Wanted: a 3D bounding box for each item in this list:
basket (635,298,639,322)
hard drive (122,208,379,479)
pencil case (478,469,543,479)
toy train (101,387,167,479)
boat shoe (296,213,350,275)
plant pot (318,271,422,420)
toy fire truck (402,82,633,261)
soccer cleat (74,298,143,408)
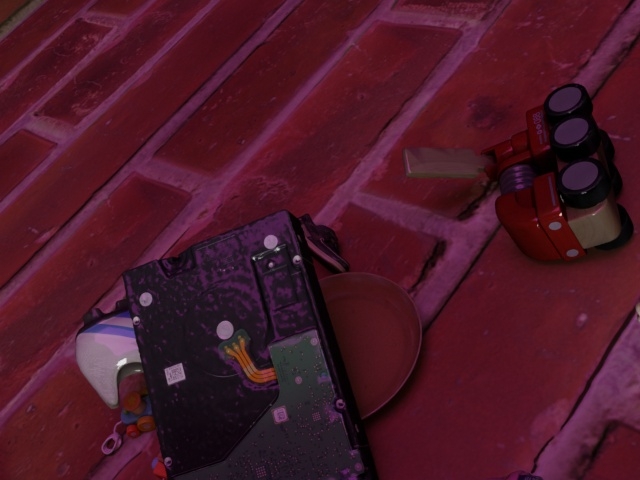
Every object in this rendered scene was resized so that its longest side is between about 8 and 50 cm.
[{"bbox_3d":[0.456,0.129,0.526,0.331,0.328,0.266,-35,37,8],"label":"basket"},{"bbox_3d":[-0.091,0.159,0.902,0.237,0.064,0.339,-22,71,11],"label":"hard drive"},{"bbox_3d":[0.036,0.326,0.704,0.386,0.167,0.160,-16,35,17],"label":"pencil case"},{"bbox_3d":[-0.228,0.256,1.005,0.166,0.046,0.125,9,56,34],"label":"toy train"},{"bbox_3d":[0.000,0.000,1.105,0.049,0.056,0.152,-44,44,-6],"label":"boat shoe"},{"bbox_3d":[0.022,0.144,0.979,0.236,0.032,0.236,-16,46,17],"label":"plant pot"},{"bbox_3d":[0.250,-0.078,0.986,0.246,0.158,0.217,-20,43,28],"label":"toy fire truck"},{"bbox_3d":[-0.168,0.124,1.045,0.331,0.116,0.143,-23,70,-14],"label":"soccer cleat"}]
